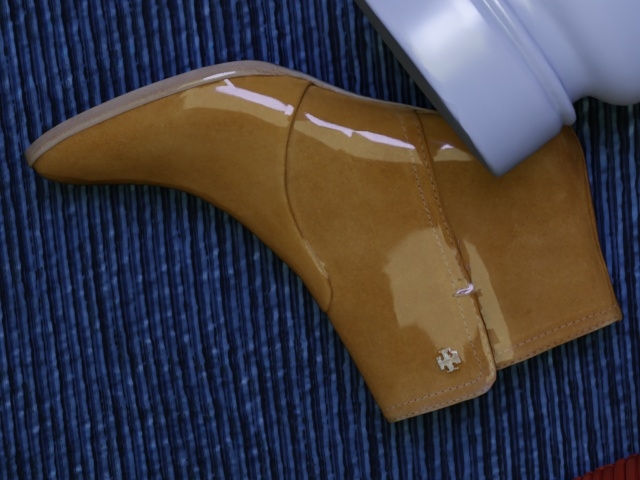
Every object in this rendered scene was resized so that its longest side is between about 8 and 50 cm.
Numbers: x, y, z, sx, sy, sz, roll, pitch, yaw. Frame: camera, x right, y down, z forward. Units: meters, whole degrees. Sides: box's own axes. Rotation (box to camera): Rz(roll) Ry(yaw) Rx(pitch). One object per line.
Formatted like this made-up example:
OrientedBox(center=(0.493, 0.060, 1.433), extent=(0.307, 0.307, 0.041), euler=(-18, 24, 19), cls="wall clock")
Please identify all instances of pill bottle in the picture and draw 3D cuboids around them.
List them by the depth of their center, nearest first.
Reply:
OrientedBox(center=(0.156, -0.167, 0.862), extent=(0.283, 0.160, 0.160), euler=(-38, 92, 3), cls="pill bottle")

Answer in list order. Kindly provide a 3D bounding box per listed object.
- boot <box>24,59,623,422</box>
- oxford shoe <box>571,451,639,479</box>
OrientedBox(center=(0.001, 0.000, 0.984), extent=(0.295, 0.104, 0.211), euler=(-15, 92, 9), cls="boot")
OrientedBox(center=(0.235, 0.165, 0.978), extent=(0.271, 0.097, 0.098), euler=(-10, 108, 16), cls="oxford shoe")
